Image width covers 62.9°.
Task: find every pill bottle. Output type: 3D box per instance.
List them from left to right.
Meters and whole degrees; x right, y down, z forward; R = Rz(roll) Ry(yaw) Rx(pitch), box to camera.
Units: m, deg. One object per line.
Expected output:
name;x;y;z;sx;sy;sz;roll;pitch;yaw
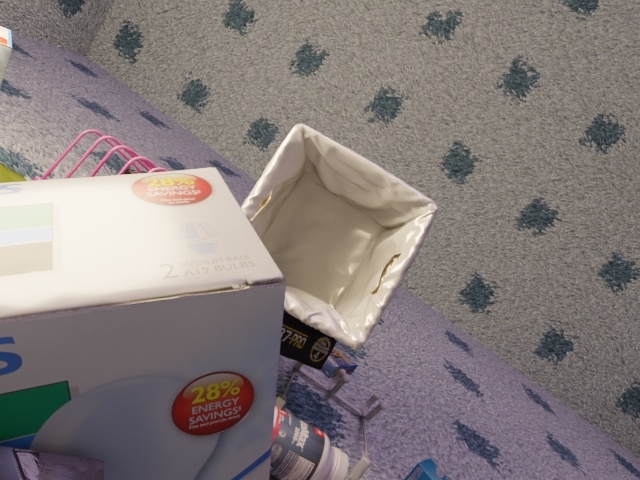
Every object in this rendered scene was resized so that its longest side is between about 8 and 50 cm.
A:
pill bottle;-0.043;0.389;0.960;0.180;0.108;0.108;32;13;-12

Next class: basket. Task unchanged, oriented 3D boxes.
basket;0.000;0.000;1.086;0.331;0.328;0.266;31;-9;-3

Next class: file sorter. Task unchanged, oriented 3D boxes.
file sorter;-0.410;-0.087;1.099;0.290;0.182;0.202;29;-13;34

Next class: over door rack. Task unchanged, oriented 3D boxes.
over door rack;0.030;0.371;1.214;0.239;0.108;0.324;35;13;3

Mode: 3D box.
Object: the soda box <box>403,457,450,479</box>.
soda box;0.284;0.589;1.152;0.210;0.067;0.071;44;16;33

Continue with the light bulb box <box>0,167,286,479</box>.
light bulb box;-0.239;0.149;0.484;0.357;0.361;0.225;-8;32;-23

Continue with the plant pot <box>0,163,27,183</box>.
plant pot;-0.615;-0.056;0.701;0.366;0.366;0.353;43;3;34

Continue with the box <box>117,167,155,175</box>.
box;-0.534;-0.152;1.792;0.216;0.060;0.270;38;13;17

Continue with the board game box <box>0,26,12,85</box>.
board game box;-0.677;-0.232;0.793;0.302;0.308;0.086;15;28;-39

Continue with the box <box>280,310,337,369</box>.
box;-0.193;0.133;1.186;0.395;0.097;0.318;26;-6;43

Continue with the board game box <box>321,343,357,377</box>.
board game box;0.002;0.311;1.522;0.201;0.035;0.136;42;14;30

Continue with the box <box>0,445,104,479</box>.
box;-0.316;0.250;0.315;0.242;0.307;0.076;28;14;-34
